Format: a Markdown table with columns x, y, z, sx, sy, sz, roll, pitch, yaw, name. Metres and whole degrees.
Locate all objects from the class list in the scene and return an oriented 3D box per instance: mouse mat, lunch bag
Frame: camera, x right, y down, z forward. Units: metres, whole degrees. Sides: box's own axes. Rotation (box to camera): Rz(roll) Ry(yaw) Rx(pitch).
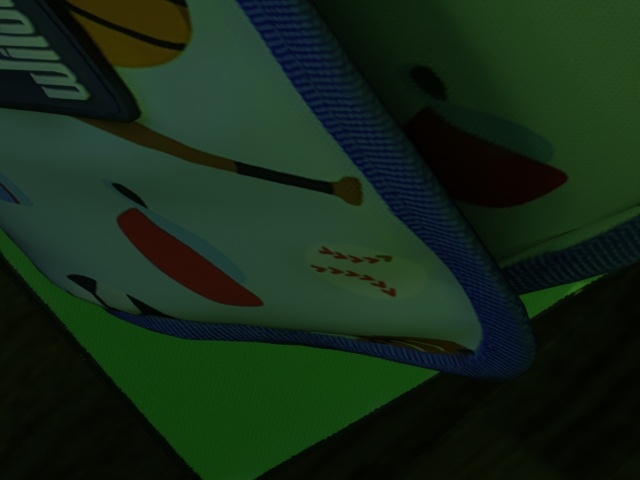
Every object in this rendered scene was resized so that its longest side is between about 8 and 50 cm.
| x | y | z | sx | sy | sz | roll | pitch | yaw | name |
| --- | --- | --- | --- | --- | --- | --- | --- | --- | --- |
| 0.000 | 0.000 | 0.644 | 0.189 | 0.007 | 0.152 | -32 | 120 | 10 | mouse mat |
| 0.011 | -0.144 | 0.403 | 0.385 | 0.239 | 0.328 | -22 | 136 | 18 | lunch bag |
